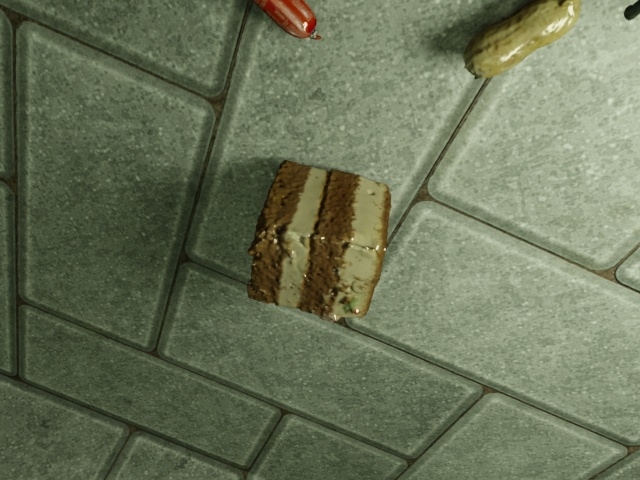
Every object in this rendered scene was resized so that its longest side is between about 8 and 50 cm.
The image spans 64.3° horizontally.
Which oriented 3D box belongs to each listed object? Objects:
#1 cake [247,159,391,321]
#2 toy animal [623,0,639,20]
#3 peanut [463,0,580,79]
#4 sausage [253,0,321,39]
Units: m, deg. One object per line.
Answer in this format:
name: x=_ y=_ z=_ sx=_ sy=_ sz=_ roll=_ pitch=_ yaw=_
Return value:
cake: x=0.000 y=0.000 z=1.175 sx=0.291 sy=0.282 sz=0.255 roll=12 pitch=134 yaw=0
toy animal: x=0.592 y=-0.441 z=0.797 sx=0.082 sy=0.137 sz=0.269 roll=36 pitch=85 yaw=-10
peanut: x=0.359 y=-0.372 z=0.920 sx=0.214 sy=0.099 sz=0.099 roll=-31 pitch=113 yaw=26
sausage: x=-0.104 y=-0.480 z=0.970 sx=0.274 sy=0.074 sz=0.074 roll=41 pitch=124 yaw=-16
